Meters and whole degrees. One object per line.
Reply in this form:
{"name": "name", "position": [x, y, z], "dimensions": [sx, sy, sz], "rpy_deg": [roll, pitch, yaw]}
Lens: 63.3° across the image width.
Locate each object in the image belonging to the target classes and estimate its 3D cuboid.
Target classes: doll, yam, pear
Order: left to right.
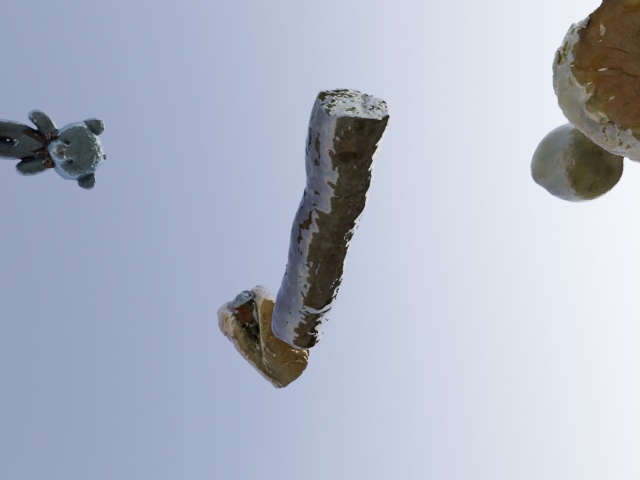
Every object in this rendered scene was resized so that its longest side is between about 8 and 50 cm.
{"name": "doll", "position": [-0.428, -0.147, 0.811], "dimensions": [0.179, 0.075, 0.120], "rpy_deg": [5, -79, -39]}
{"name": "yam", "position": [0.000, 0.000, 0.433], "dimensions": [0.061, 0.061, 0.253], "rpy_deg": [-25, -37, -38]}
{"name": "pear", "position": [0.498, -0.151, 1.003], "dimensions": [0.167, 0.137, 0.167], "rpy_deg": [12, -128, -16]}

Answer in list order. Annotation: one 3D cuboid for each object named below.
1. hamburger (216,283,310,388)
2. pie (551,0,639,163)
{"name": "hamburger", "position": [-0.160, 0.213, 1.335], "dimensions": [0.162, 0.330, 0.209], "rpy_deg": [-38, -59, -4]}
{"name": "pie", "position": [0.532, -0.257, 0.799], "dimensions": [0.339, 0.339, 0.083], "rpy_deg": [-62, -16, -16]}
